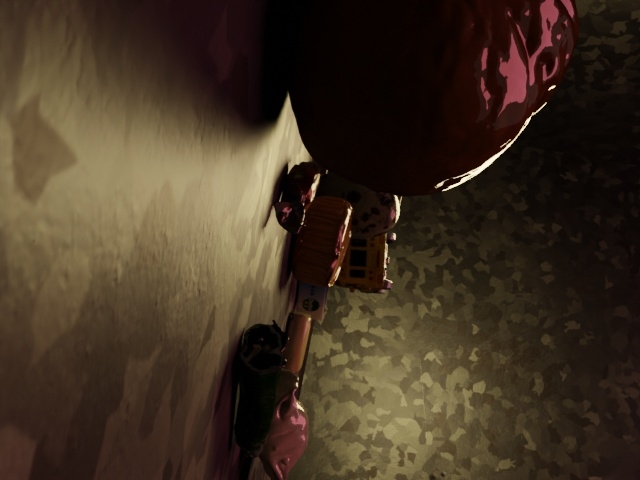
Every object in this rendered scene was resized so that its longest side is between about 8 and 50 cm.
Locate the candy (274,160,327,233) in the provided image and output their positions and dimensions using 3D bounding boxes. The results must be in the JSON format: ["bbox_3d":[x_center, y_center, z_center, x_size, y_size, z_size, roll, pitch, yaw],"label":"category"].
[{"bbox_3d":[-0.028,-0.076,0.898,0.182,0.053,0.046,-72,172,-52],"label":"candy"}]

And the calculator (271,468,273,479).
[{"bbox_3d":[-0.080,0.382,1.150,0.165,0.028,0.274,90,-4,-47],"label":"calculator"}]

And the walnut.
[{"bbox_3d":[0.121,-0.227,0.714,0.398,0.308,0.353,93,6,-82],"label":"walnut"}]

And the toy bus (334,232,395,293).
[{"bbox_3d":[0.105,0.059,1.606,0.331,0.151,0.145,83,9,-83],"label":"toy bus"}]

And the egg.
[{"bbox_3d":[0.082,-0.088,1.402,0.177,0.228,0.176,-25,128,-36],"label":"egg"}]

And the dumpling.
[{"bbox_3d":[-0.079,0.300,1.030,0.134,0.100,0.169,20,-53,58],"label":"dumpling"}]

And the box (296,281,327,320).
[{"bbox_3d":[-0.012,0.084,1.578,0.139,0.073,0.194,-79,177,-52],"label":"box"}]

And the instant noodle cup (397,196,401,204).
[{"bbox_3d":[0.113,-0.187,1.649,0.296,0.214,0.296,10,90,-87],"label":"instant noodle cup"}]

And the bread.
[{"bbox_3d":[0.000,-0.001,1.253,0.199,0.104,0.199,14,90,-84],"label":"bread"}]

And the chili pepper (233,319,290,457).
[{"bbox_3d":[-0.084,0.214,0.824,0.088,0.059,0.226,-83,-177,-54],"label":"chili pepper"}]

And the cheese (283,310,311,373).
[{"bbox_3d":[-0.068,0.292,1.491,0.127,0.050,0.255,-61,163,-86],"label":"cheese"}]
